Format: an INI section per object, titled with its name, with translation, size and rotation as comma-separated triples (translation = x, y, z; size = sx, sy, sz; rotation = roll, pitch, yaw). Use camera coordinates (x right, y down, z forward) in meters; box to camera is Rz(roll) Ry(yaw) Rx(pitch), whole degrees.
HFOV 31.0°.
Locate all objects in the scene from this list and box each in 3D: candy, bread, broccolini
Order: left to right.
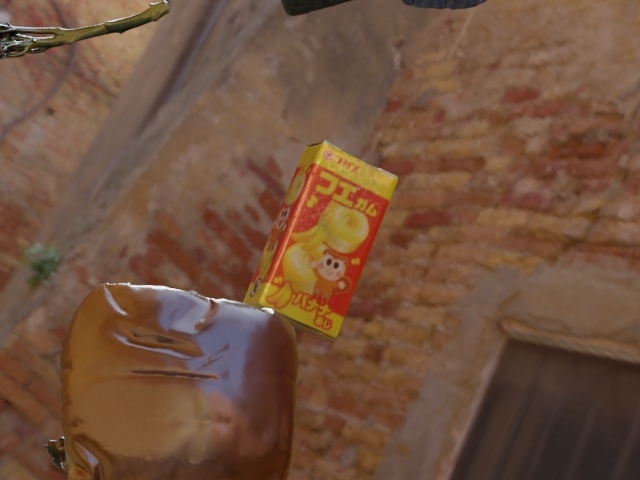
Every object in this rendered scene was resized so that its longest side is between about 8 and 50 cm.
[broccolini]
translation = -0.239, -0.201, 1.087
size = 0.194, 0.054, 0.052
rotation = -13, -11, -14
[bread]
translation = -0.157, 0.185, 1.268
size = 0.279, 0.250, 0.225
rotation = 10, -19, -19
[candy]
translation = 0.000, 0.000, 1.768
size = 0.146, 0.276, 0.088
rotation = 24, -9, -20

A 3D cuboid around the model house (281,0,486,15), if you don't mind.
[model house]
translation = 0.116, -0.602, 2.022
size = 0.446, 0.400, 0.395
rotation = -11, -60, 6
